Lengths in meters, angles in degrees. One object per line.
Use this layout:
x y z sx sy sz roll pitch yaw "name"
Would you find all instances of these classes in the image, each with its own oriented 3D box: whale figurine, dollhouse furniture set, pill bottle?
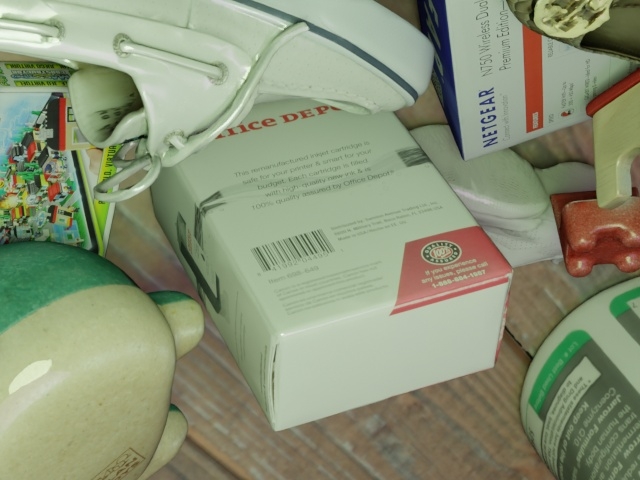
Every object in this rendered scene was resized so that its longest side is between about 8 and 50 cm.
-0.174 0.094 1.121 0.216 0.141 0.272 -41 157 -3 "whale figurine"
0.312 -0.049 1.244 0.374 0.152 0.201 10 152 -29 "dollhouse furniture set"
0.322 0.204 1.349 0.204 0.361 0.204 -15 130 -18 "pill bottle"

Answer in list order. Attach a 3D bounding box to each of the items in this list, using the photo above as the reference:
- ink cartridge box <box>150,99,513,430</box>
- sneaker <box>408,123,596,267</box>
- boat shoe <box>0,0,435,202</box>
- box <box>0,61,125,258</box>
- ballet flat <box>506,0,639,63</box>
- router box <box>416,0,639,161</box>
0.000 0.000 1.113 0.158 0.218 0.092 -14 136 -19 "ink cartridge box"
0.125 -0.018 1.273 0.212 0.080 0.094 14 132 -35 "sneaker"
-0.101 -0.096 1.003 0.367 0.136 0.156 15 85 -34 "boat shoe"
-0.191 -0.016 1.120 0.114 0.036 0.207 -3 126 -27 "box"
0.200 -0.126 1.016 0.250 0.058 0.084 9 144 -47 "ballet flat"
0.204 -0.197 1.044 0.301 0.082 0.335 -18 156 -1 "router box"
